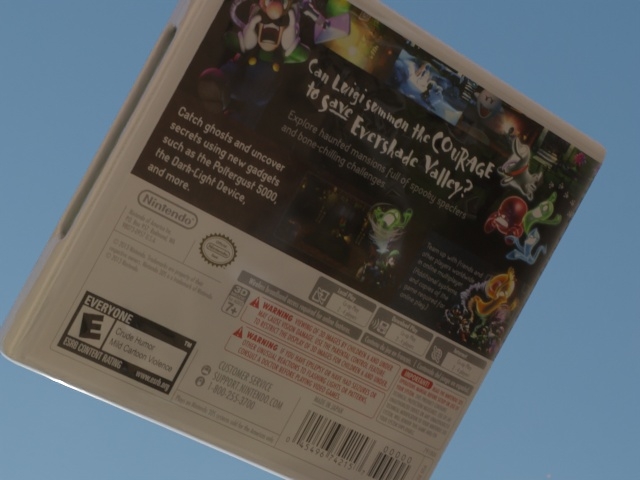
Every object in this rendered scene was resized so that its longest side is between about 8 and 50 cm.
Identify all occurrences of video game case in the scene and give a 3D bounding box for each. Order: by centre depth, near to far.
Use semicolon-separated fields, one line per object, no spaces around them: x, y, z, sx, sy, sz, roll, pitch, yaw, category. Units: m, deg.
0.000;0.000;0.649;0.190;0.022;0.173;28;-89;-32;video game case
